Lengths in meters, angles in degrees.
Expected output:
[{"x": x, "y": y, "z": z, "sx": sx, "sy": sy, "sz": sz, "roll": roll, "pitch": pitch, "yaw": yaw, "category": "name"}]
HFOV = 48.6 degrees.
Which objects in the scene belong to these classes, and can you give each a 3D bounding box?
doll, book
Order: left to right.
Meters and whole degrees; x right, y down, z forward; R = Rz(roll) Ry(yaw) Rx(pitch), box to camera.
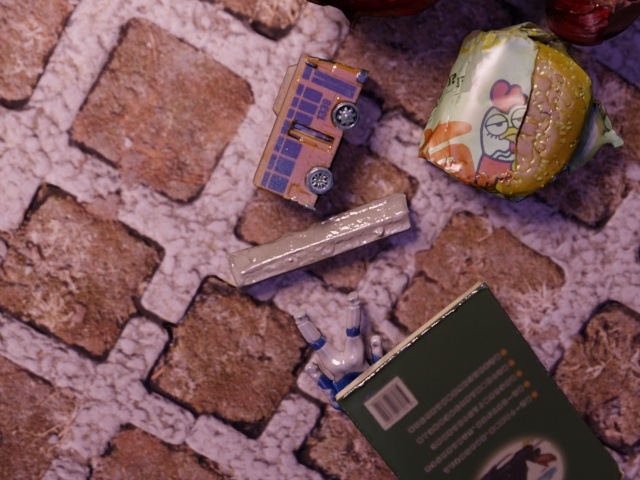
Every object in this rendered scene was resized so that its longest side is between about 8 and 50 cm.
[{"x": 0.044, "y": 0.188, "z": 0.981, "sx": 0.114, "sy": 0.057, "sz": 0.227, "roll": -21, "pitch": 100, "yaw": 4, "category": "doll"}, {"x": 0.227, "y": 0.272, "z": 0.983, "sx": 0.260, "sy": 0.043, "sz": 0.371, "roll": -38, "pitch": 102, "yaw": -4, "category": "book"}]

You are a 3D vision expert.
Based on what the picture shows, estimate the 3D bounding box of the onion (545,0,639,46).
[{"x": 0.335, "y": -0.344, "z": 0.750, "sx": 0.195, "sy": 0.272, "sz": 0.272, "roll": 9, "pitch": 105, "yaw": 27, "category": "onion"}]

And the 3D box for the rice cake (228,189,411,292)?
[{"x": 0.000, "y": 0.000, "z": 0.939, "sx": 0.256, "sy": 0.052, "sz": 0.057, "roll": -20, "pitch": 73, "yaw": 3, "category": "rice cake"}]

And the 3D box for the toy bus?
[{"x": -0.014, "y": -0.142, "z": 0.886, "sx": 0.103, "sy": 0.091, "sz": 0.182, "roll": 21, "pitch": 103, "yaw": -6, "category": "toy bus"}]

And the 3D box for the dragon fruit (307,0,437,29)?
[{"x": 0.071, "y": -0.390, "z": 0.736, "sx": 0.302, "sy": 0.295, "sz": 0.295, "roll": -31, "pitch": 102, "yaw": 23, "category": "dragon fruit"}]

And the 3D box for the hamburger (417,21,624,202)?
[{"x": 0.254, "y": -0.146, "z": 0.869, "sx": 0.235, "sy": 0.125, "sz": 0.214, "roll": 29, "pitch": 111, "yaw": 7, "category": "hamburger"}]
